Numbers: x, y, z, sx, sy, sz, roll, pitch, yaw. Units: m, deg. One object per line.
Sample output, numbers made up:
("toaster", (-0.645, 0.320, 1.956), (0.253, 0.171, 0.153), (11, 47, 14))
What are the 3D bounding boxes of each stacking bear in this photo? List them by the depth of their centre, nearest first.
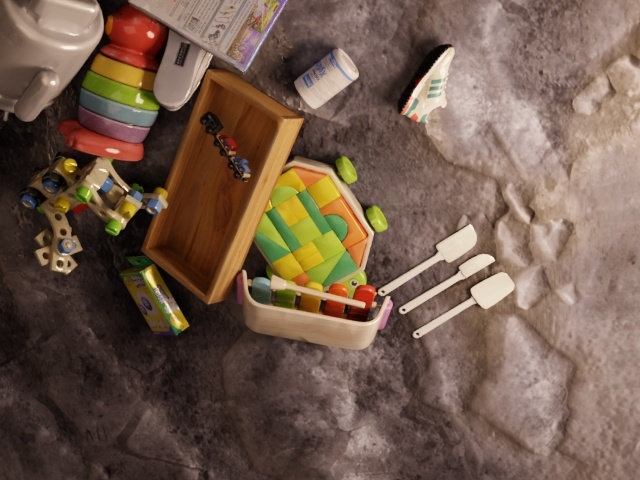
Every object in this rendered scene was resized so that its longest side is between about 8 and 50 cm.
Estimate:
("stacking bear", (-0.375, -0.312, 1.872), (0.164, 0.175, 0.289), (14, 103, -25))

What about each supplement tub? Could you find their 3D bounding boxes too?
("supplement tub", (0.012, -0.307, 1.858), (0.107, 0.071, 0.071), (-36, 102, 18))

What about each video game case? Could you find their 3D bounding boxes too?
("video game case", (-0.173, -0.480, 1.780), (0.244, 0.061, 0.269), (31, 91, -3))

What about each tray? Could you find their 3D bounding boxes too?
("tray", (-0.198, -0.103, 1.923), (0.203, 0.076, 0.411), (35, 115, 25))

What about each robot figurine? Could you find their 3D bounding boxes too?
("robot figurine", (-0.535, -0.370, 1.817), (0.200, 0.300, 0.353), (11, 145, -35))

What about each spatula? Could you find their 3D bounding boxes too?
("spatula", (0.253, 0.096, 2.003), (0.242, 0.019, 0.168), (-34, 103, 18))

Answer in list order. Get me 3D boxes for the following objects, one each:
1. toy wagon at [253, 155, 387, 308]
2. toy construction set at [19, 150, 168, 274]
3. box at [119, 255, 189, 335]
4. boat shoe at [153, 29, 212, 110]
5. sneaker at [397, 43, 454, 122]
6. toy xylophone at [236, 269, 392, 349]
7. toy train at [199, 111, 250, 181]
("toy wagon", (0.000, 0.000, 1.976), (0.267, 0.068, 0.344), (-29, 104, 18))
("toy construction set", (-0.480, -0.067, 1.977), (0.215, 0.151, 0.328), (39, 129, -26))
("box", (-0.354, 0.114, 2.056), (0.105, 0.043, 0.179), (-7, 113, 54))
("boat shoe", (-0.247, -0.367, 1.854), (0.095, 0.084, 0.258), (26, 85, -1))
("sneaker", (0.215, -0.292, 1.850), (0.075, 0.057, 0.161), (27, 111, -20))
("toy xylophone", (-0.012, 0.129, 1.947), (0.323, 0.081, 0.236), (15, 148, -8))
("toy train", (-0.175, -0.177, 1.838), (0.036, 0.027, 0.158), (-38, 74, 21))
